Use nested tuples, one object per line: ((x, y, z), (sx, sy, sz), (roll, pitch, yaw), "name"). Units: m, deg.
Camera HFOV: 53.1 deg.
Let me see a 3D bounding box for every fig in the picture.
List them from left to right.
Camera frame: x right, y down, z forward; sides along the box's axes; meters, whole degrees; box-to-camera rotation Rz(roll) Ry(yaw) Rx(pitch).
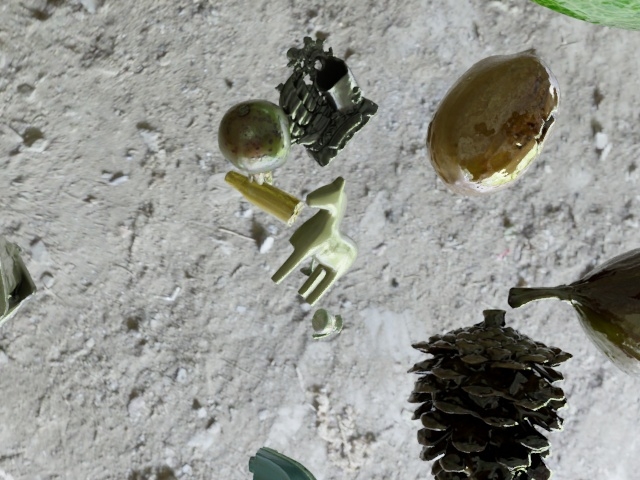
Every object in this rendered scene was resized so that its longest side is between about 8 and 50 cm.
((0.431, 0.102, 0.932), (0.321, 0.217, 0.216), (6, 92, -8), "fig")

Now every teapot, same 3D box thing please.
((0.015, 0.213, 1.613), (0.064, 0.064, 0.083), (15, 113, -32), "teapot")

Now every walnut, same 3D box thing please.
((0.309, -0.214, 1.120), (0.203, 0.203, 0.297), (34, 86, -27), "walnut")

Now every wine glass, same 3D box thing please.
((-0.010, 0.014, 1.981), (0.066, 0.066, 0.198), (2, 117, -30), "wine glass")

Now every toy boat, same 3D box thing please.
((-0.064, 0.513, 1.401), (0.102, 0.215, 0.088), (2, 92, -39), "toy boat")

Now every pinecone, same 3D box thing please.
((0.229, 0.230, 0.893), (0.224, 0.224, 0.272), (9, 90, -30), "pinecone")

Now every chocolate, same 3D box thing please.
((-0.152, -0.123, 1.688), (0.219, 0.085, 0.085), (31, 77, 8), "chocolate")

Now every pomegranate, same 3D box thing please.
((-0.131, -0.197, 1.322), (0.159, 0.159, 0.205), (-35, 147, -22), "pomegranate")

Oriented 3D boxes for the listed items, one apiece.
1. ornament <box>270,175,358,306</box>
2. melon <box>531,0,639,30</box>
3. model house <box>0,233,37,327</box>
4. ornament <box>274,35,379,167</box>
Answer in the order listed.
((0.000, 0.000, 1.283), (0.245, 0.061, 0.230), (-48, 142, 4), "ornament")
((0.243, -0.258, 0.447), (0.343, 0.331, 0.226), (37, 79, -5), "melon")
((-0.386, 0.063, 0.650), (0.122, 0.188, 0.229), (42, 80, -10), "model house")
((-0.013, -0.347, 1.583), (0.251, 0.106, 0.260), (-50, 126, 2), "ornament")
